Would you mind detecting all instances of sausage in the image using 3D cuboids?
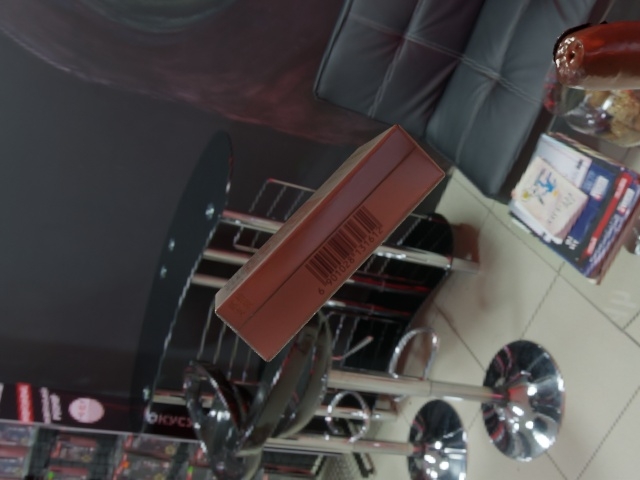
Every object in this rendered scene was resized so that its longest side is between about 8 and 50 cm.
[{"bbox_3d":[0.225,-0.102,0.384,0.043,0.186,0.043,-178,90,-77],"label":"sausage"}]

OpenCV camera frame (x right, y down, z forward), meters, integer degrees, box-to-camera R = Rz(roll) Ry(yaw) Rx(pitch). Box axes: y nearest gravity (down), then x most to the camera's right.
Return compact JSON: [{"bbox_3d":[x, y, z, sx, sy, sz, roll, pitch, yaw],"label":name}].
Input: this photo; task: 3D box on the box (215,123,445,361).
[{"bbox_3d":[0.000,0.000,0.554,0.201,0.058,0.141,-47,7,-5],"label":"box"}]
